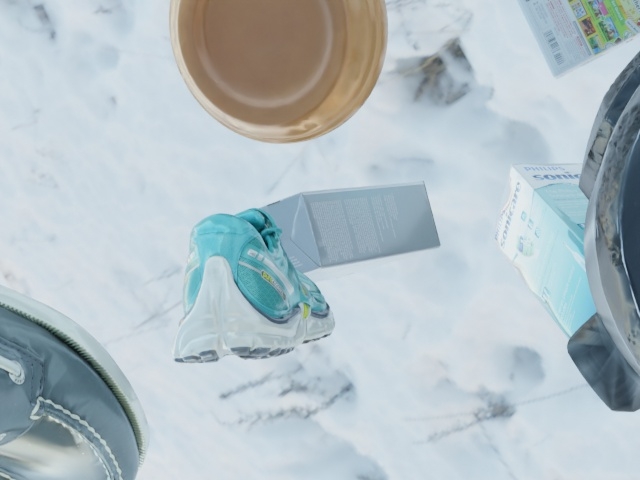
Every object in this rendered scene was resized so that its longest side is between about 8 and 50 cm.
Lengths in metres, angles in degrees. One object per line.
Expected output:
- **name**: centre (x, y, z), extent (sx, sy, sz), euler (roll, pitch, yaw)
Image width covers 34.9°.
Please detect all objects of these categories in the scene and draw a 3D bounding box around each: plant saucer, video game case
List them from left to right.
- **plant saucer**: centre (-0.043, -0.177, 0.856), extent (0.200, 0.037, 0.199), euler (6, 108, 20)
- **video game case**: centre (0.468, -0.437, 1.832), extent (0.206, 0.026, 0.226), euler (-27, 77, 21)

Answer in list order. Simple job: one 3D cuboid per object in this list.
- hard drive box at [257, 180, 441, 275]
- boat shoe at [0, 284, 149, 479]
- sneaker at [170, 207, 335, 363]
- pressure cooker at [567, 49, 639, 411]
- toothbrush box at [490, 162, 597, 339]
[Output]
- **hard drive box**: centre (0.000, 0.000, 1.217), extent (0.181, 0.232, 0.089), euler (-18, 83, 39)
- **boat shoe**: centre (-0.193, 0.061, 0.464), extent (0.116, 0.099, 0.319), euler (-17, 135, 20)
- **sneaker**: centre (-0.046, 0.029, 0.792), extent (0.275, 0.107, 0.109), euler (17, -110, -86)
- **pressure cooker**: centre (0.402, 0.002, 0.852), extent (0.370, 0.420, 0.375), euler (7, 89, 14)
- **toothbrush box**: centre (0.376, 0.023, 1.257), extent (0.295, 0.217, 0.126), euler (-119, 32, -51)
